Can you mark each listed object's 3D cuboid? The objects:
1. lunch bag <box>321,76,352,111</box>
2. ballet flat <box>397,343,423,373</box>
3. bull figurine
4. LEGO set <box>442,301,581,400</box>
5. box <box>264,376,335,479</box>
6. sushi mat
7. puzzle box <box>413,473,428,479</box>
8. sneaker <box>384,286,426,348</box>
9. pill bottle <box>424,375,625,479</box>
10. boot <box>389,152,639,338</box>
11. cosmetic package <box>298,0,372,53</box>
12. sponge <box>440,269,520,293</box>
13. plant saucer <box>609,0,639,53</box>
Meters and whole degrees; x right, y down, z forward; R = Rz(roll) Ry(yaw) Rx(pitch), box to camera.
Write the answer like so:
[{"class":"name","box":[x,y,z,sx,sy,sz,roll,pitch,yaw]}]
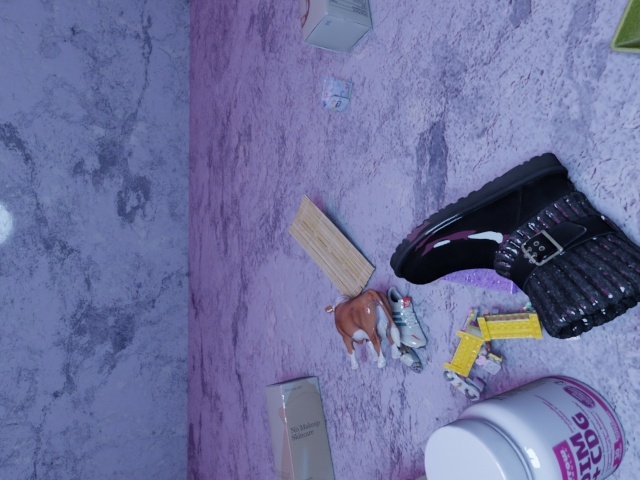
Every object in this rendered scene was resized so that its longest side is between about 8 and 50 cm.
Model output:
[{"class":"lunch bag","box":[0.046,-0.409,1.152,0.053,0.071,0.083,30,113,48]},{"class":"ballet flat","box":[0.197,0.264,0.968,0.041,0.041,0.114,-59,46,38]},{"class":"bull figurine","box":[0.099,0.209,0.997,0.310,0.101,0.188,121,130,-71]},{"class":"LEGO set","box":[0.328,0.167,0.751,0.132,0.107,0.287,40,126,6]},{"class":"box","box":[-0.069,0.598,1.281,0.121,0.148,0.311,-29,68,52]},{"class":"sushi mat","box":[0.023,0.024,1.171,0.316,0.019,0.151,49,129,24]},{"class":"puzzle box","box":[0.134,0.661,0.864,0.052,0.272,0.408,44,126,47]},{"class":"sneaker","box":[0.194,0.175,0.953,0.161,0.057,0.075,54,139,44]},{"class":"pill bottle","box":[0.298,0.305,0.598,0.160,0.283,0.160,3,94,56]},{"class":"boot","box":[0.298,0.048,0.659,0.348,0.131,0.260,-36,59,26]},{"class":"cosmetic package","box":[0.027,-0.683,1.104,0.129,0.153,0.296,-21,72,56]},{"class":"sponge","box":[0.298,0.031,0.820,0.210,0.031,0.117,8,98,56]},{"class":"plant saucer","box":[0.499,-0.320,0.499,0.188,0.045,0.188,39,122,49]}]
